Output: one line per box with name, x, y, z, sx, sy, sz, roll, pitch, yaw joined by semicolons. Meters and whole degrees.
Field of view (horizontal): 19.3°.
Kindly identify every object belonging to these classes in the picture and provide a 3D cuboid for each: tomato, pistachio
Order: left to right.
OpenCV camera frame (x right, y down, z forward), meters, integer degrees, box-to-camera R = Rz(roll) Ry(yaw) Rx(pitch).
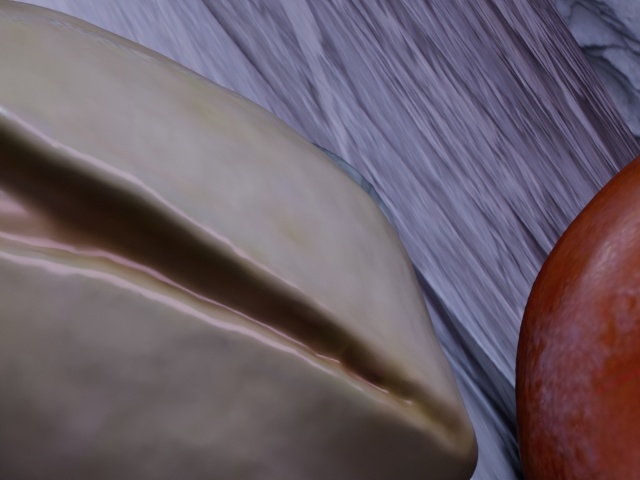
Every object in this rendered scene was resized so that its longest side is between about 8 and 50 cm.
pistachio;-0.046;0.018;0.383;0.185;0.124;0.124;30;30;-48
tomato;0.189;0.119;0.916;0.338;0.143;0.338;54;17;-25

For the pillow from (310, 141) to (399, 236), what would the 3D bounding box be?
pillow;0.002;-0.002;0.723;0.091;0.055;0.136;25;12;2
